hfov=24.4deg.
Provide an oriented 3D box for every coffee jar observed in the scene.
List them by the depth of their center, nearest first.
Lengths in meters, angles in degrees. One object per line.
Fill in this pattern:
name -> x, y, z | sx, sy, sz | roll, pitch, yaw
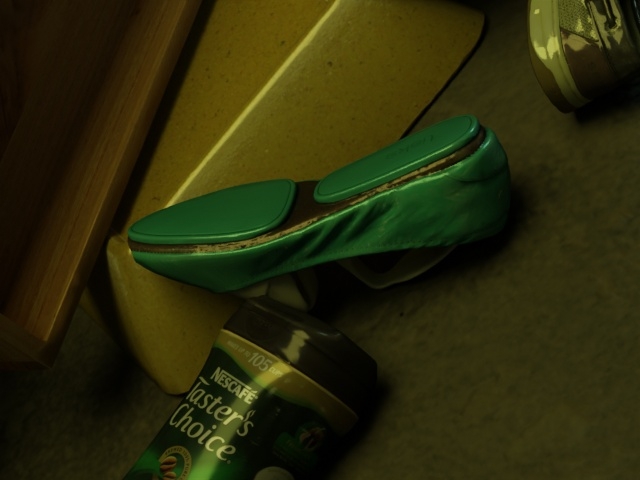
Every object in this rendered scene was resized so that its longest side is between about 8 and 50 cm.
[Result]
coffee jar -> -0.049, 0.123, 0.855 | 0.096, 0.079, 0.184 | 22, 74, 47

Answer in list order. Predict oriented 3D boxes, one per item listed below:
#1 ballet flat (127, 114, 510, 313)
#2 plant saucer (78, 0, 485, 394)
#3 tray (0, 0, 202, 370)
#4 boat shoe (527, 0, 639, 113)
ballet flat -> 0.000, 0.000, 0.896 | 0.247, 0.087, 0.083 | -16, 22, 20
plant saucer -> -0.094, -0.101, 1.071 | 0.333, 0.081, 0.333 | -50, 41, -4
tray -> -0.194, -0.144, 0.972 | 0.076, 0.203, 0.411 | -4, 57, 40
boat shoe -> 0.172, -0.181, 0.910 | 0.073, 0.080, 0.223 | -10, 58, 28
